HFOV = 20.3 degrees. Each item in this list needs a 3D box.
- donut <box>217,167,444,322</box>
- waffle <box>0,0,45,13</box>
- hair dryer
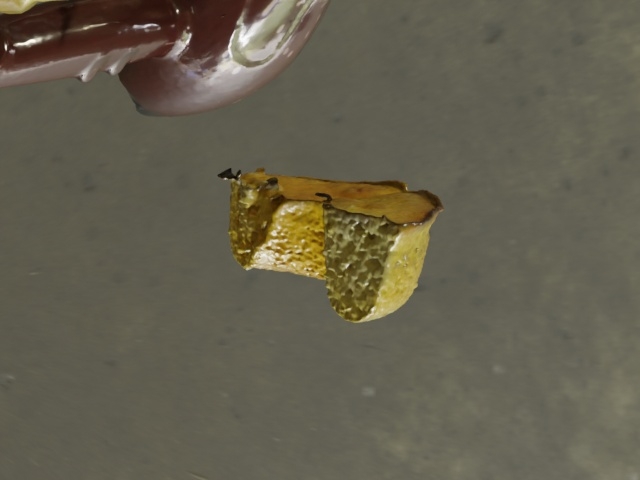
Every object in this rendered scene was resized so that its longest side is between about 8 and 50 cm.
[{"bbox_3d":[0.000,0.000,0.593,0.083,0.067,0.038,6,106,16],"label":"donut"},{"bbox_3d":[-0.152,-0.160,0.539,0.261,0.324,0.151,-8,115,-1],"label":"waffle"},{"bbox_3d":[-0.113,-0.158,1.160,0.340,0.312,0.123,-19,81,-44],"label":"hair dryer"}]
